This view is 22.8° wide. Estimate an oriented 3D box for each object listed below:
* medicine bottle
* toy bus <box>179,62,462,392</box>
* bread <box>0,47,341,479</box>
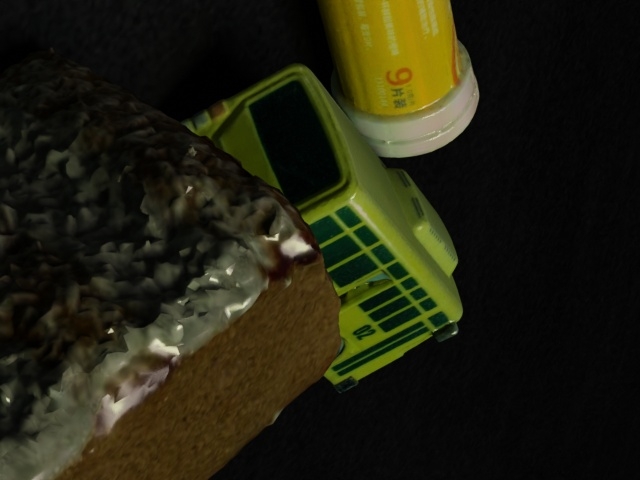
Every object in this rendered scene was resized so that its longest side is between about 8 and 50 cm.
[{"bbox_3d":[0.023,-0.136,0.721,0.074,0.074,0.218,-46,144,-23],"label":"medicine bottle"},{"bbox_3d":[0.000,0.000,0.749,0.101,0.088,0.175,-29,150,10],"label":"toy bus"},{"bbox_3d":[-0.182,0.097,0.523,0.416,0.165,0.113,-42,145,-30],"label":"bread"}]
